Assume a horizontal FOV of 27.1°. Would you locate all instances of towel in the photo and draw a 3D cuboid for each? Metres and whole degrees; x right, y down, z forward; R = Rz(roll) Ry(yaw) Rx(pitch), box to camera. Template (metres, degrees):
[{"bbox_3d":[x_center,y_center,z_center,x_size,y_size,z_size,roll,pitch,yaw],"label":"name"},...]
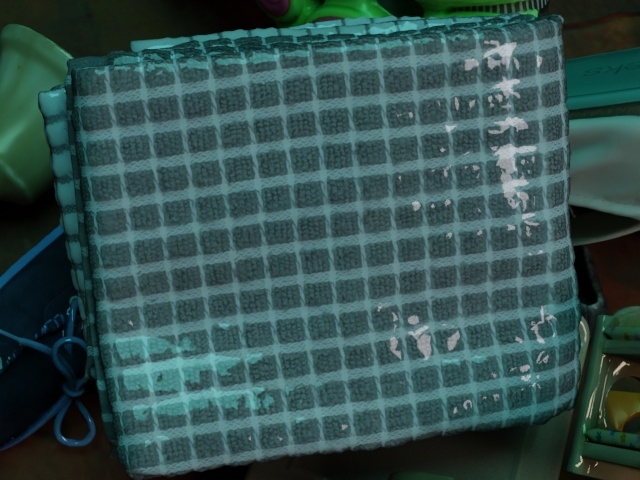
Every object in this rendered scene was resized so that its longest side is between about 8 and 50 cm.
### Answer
[{"bbox_3d":[0.000,0.000,0.733,0.283,0.235,0.121,-8,14,-9],"label":"towel"}]

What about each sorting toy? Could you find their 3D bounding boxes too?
[{"bbox_3d":[0.065,0.114,0.838,0.347,0.047,0.196,16,59,8],"label":"sorting toy"}]

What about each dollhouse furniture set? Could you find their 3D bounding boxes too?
[{"bbox_3d":[0.250,0.096,0.689,0.160,0.182,0.101,15,82,-19],"label":"dollhouse furniture set"}]

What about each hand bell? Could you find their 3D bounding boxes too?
[{"bbox_3d":[-0.246,-0.017,0.885,0.126,0.126,0.242,33,69,18],"label":"hand bell"}]

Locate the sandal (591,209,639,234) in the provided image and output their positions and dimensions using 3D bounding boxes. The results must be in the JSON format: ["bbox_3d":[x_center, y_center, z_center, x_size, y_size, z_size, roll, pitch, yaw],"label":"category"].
[{"bbox_3d":[0.270,-0.023,0.962,0.254,0.054,0.097,27,62,3],"label":"sandal"}]

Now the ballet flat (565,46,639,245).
[{"bbox_3d":[0.098,-0.056,0.893,0.400,0.139,0.139,4,47,35],"label":"ballet flat"}]

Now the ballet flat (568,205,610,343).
[{"bbox_3d":[0.164,-0.006,0.932,0.057,0.049,0.173,-11,55,-14],"label":"ballet flat"}]

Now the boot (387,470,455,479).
[{"bbox_3d":[0.116,0.233,0.654,0.295,0.104,0.211,-1,61,40],"label":"boot"}]

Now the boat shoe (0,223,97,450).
[{"bbox_3d":[-0.155,0.054,0.824,0.089,0.109,0.258,28,58,11],"label":"boat shoe"}]

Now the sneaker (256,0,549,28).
[{"bbox_3d":[0.016,-0.252,0.960,0.202,0.185,0.483,-13,34,-28],"label":"sneaker"}]
